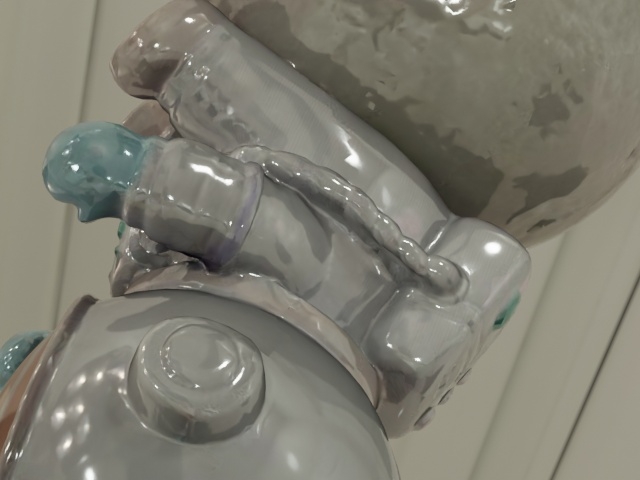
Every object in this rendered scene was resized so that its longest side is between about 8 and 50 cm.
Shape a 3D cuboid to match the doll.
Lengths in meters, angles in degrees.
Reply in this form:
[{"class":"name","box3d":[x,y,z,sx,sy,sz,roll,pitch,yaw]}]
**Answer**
[{"class":"doll","box3d":[0.000,0.000,0.508,0.151,0.151,0.287,22,57,7]}]
